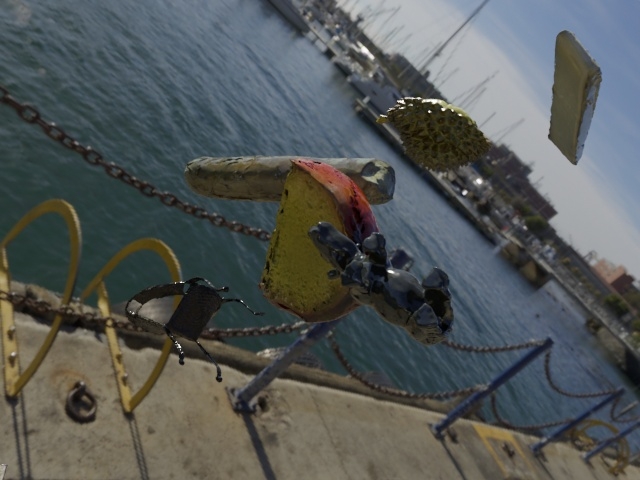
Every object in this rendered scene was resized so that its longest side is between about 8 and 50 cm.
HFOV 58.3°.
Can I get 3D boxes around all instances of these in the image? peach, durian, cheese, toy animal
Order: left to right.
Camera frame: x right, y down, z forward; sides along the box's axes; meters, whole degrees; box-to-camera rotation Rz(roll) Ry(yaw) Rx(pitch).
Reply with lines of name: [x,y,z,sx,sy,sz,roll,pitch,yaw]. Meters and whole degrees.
peach: [0.002,-0.001,0.599,0.092,0.127,0.172,-15,100,-60]
toy animal: [0.038,0.026,0.416,0.136,0.047,0.065,31,-14,29]
durian: [0.167,-0.176,0.943,0.208,0.102,0.146,26,-9,36]
cheese: [0.416,-0.216,0.950,0.085,0.034,0.400,58,12,21]

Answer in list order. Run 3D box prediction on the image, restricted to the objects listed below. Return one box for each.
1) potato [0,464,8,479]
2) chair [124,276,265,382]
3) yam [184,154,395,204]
potato: [-0.512,0.395,0.881,0.036,0.037,0.093,14,42,-23]
chair: [-0.240,0.141,1.043,0.213,0.149,0.174,18,-16,36]
yam: [-0.051,-0.082,0.773,0.071,0.318,0.067,-56,138,-37]
